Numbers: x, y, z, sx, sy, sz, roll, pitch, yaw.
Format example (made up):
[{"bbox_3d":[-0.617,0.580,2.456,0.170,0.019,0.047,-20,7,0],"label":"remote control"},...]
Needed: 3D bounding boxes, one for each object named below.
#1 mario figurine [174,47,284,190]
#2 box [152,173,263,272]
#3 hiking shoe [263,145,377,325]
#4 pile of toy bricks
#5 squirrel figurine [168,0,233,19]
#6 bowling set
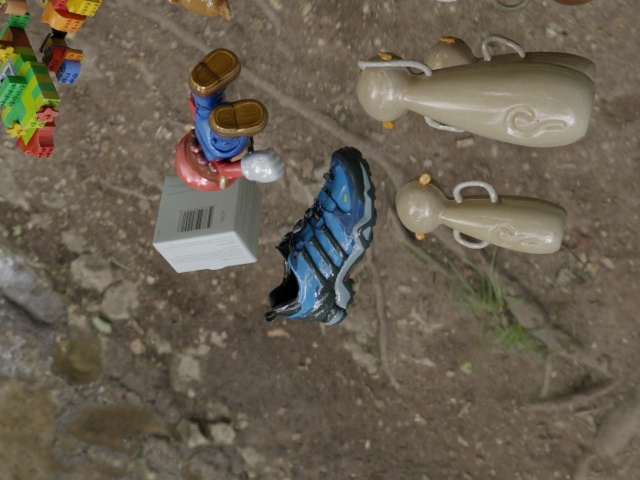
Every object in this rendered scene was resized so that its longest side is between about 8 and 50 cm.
[{"bbox_3d":[-0.137,-0.185,1.092,0.170,0.197,0.320,10,166,-11],"label":"mario figurine"},{"bbox_3d":[-0.226,-0.046,1.412,0.181,0.181,0.119,-8,145,14],"label":"box"},{"bbox_3d":[0.000,0.000,1.079,0.132,0.113,0.303,2,110,-24],"label":"hiking shoe"},{"bbox_3d":[-0.262,-0.145,0.614,0.212,0.118,0.105,-40,70,37],"label":"pile of toy bricks"},{"bbox_3d":[-0.289,-0.777,1.795,0.281,0.397,0.370,18,108,-8],"label":"squirrel figurine"},{"bbox_3d":[0.119,-0.143,0.489,0.154,0.199,0.286,11,138,17],"label":"bowling set"}]
